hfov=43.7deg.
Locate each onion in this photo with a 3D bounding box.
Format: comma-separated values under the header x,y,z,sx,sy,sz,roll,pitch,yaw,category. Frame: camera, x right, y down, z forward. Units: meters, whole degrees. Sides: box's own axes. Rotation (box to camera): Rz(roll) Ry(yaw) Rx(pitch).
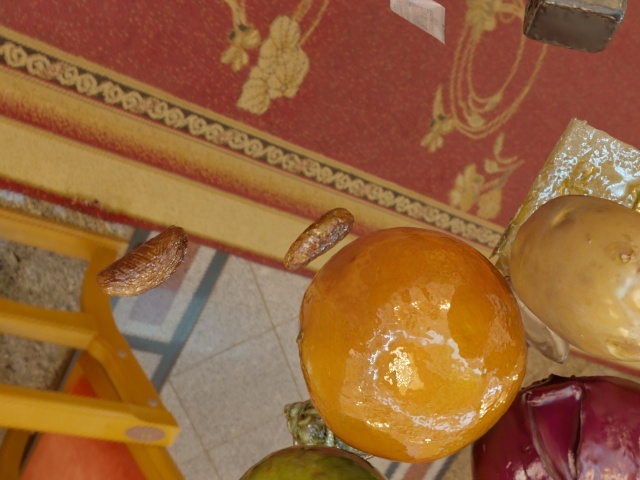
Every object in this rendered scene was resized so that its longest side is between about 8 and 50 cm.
x,y,z,sx,sy,sz,roll,pitch,yaw,category
0.434,0.422,1.212,0.399,0.420,0.398,-4,147,-2,onion

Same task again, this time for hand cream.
x,y,z,sx,sy,sz,roll,pitch,yaw,category
0.173,-0.414,1.422,0.053,0.142,0.084,-41,151,-16,hand cream

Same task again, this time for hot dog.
x,y,z,sx,sy,sz,roll,pitch,yaw,category
-0.388,0.055,1.788,0.227,0.160,0.099,-35,101,3,hot dog

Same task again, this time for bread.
x,y,z,sx,sy,sz,roll,pitch,yaw,category
0.000,0.000,1.754,0.193,0.064,0.193,-41,173,-6,bread

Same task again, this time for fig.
x,y,z,sx,sy,sz,roll,pitch,yaw,category
0.010,0.422,1.099,0.258,0.258,0.326,-41,140,3,fig

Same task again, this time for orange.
x,y,z,sx,sy,sz,roll,pitch,yaw,category
0.115,0.134,1.045,0.312,0.312,0.312,-12,125,-18,orange

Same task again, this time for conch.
x,y,z,sx,sy,sz,roll,pitch,yaw,category
0.026,0.353,1.512,0.181,0.124,0.187,37,75,-20,conch

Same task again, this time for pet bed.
x,y,z,sx,sy,sz,roll,pitch,yaw,category
0.588,-0.554,1.833,0.211,0.183,0.159,14,74,6,pet bed

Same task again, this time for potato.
x,y,z,sx,sy,sz,roll,pitch,yaw,category
0.288,0.032,0.844,0.146,0.234,0.150,41,86,-33,potato

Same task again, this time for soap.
x,y,z,sx,sy,sz,roll,pitch,yaw,category
0.515,-0.009,1.458,0.169,0.304,0.338,-5,126,-62,soap

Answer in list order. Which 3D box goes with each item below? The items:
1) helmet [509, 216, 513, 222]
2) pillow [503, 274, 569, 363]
x,y,z,sx,sy,sz,roll,pitch,yaw,category
0.529,-0.030,1.714,0.189,0.193,0.216,-37,136,-2,helmet
0.370,0.128,1.388,0.067,0.173,0.270,-44,166,14,pillow
